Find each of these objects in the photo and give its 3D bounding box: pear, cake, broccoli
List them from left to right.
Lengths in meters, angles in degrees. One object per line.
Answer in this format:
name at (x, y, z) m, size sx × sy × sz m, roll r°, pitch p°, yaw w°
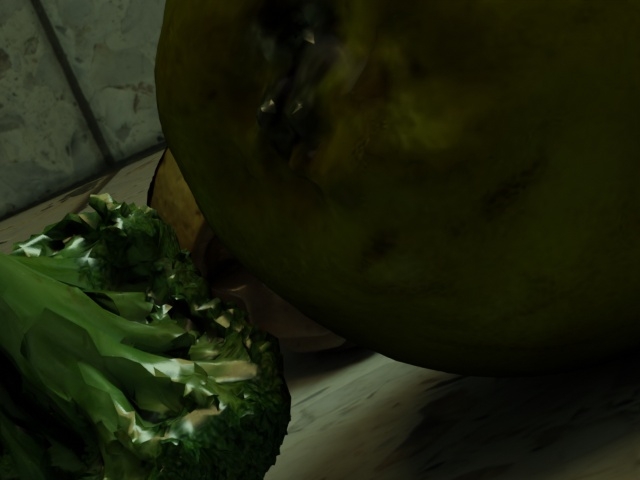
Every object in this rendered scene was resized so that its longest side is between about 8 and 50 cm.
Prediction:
broccoli at (-0.164, 0.083, 0.934) m, size 0.308 × 0.275 × 0.308 m, roll -9°, pitch 35°, yaw 7°
cake at (0.000, 0.000, 1.315) m, size 0.185 × 0.178 × 0.208 m, roll -38°, pitch -30°, yaw 3°
pear at (0.104, -0.094, 1.016) m, size 0.352 × 0.352 × 0.413 m, roll -15°, pitch 11°, yaw 47°
